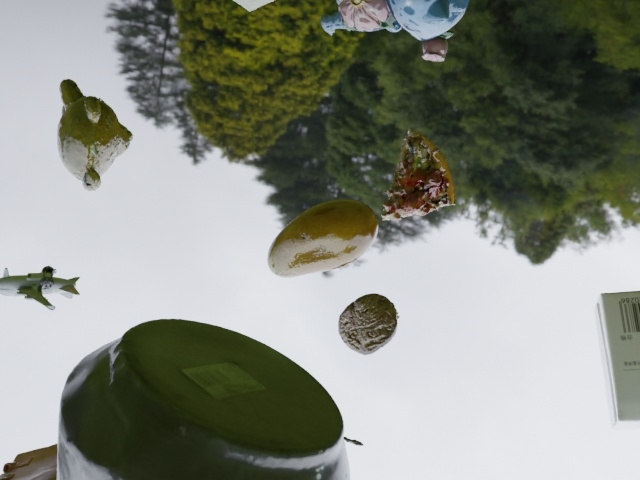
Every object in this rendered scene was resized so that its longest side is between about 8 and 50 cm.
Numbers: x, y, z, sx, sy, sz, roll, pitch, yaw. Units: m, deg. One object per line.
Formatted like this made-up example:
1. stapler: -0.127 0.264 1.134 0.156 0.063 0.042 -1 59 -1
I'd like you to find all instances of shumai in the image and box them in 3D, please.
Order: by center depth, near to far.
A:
1. shumai: 0.105 0.184 1.671 0.123 0.139 0.105 38 178 3

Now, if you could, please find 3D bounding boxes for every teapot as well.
1. teapot: -0.175 0.295 0.758 0.305 0.362 0.376 31 -166 31

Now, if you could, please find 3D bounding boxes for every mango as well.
1. mango: 0.000 0.000 1.404 0.227 0.136 0.099 -25 -143 11

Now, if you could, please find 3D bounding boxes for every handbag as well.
1. handbag: -0.585 0.485 1.529 0.157 0.059 0.212 -10 -170 1

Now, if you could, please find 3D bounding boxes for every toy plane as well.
1. toy plane: -0.582 0.090 1.540 0.171 0.065 0.162 9 -158 -21

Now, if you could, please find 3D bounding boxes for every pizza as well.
1. pizza: 0.202 -0.101 1.521 0.053 0.193 0.201 14 153 52

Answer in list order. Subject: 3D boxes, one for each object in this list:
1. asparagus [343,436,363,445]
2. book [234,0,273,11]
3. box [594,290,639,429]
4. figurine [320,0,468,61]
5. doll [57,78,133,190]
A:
1. asparagus: 0.031 0.484 1.870 0.166 0.016 0.013 19 -135 -8
2. book: -0.123 -0.477 1.222 0.215 0.025 0.282 -14 163 33
3. box: 0.584 0.182 1.169 0.274 0.203 0.116 -6 159 12
4. figurine: 0.096 -0.272 0.853 0.178 0.114 0.144 -1 165 36
5. doll: -0.309 -0.149 1.022 0.097 0.137 0.209 -7 -158 -19
